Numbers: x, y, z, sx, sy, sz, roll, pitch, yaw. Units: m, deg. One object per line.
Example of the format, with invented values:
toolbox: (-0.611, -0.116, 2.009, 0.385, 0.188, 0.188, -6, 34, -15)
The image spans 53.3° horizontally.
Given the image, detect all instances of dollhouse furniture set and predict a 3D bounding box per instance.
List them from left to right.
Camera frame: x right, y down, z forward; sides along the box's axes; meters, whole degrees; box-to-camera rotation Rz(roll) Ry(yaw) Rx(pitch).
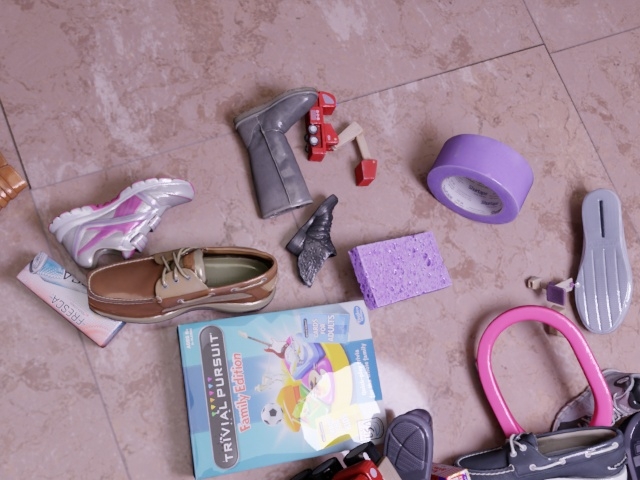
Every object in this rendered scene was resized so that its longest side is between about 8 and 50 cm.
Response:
dollhouse furniture set: (0.485, 0.131, 1.306, 0.081, 0.091, 0.114, -15, 109, -31)

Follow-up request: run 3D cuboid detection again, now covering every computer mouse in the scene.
computer mouse: (0.623, 0.461, 1.243, 0.189, 0.072, 0.272, -4, 90, -17)

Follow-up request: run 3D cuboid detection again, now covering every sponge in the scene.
sponge: (0.154, 0.053, 1.205, 0.210, 0.031, 0.117, -11, 78, -39)

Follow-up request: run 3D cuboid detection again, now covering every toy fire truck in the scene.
toy fire truck: (-0.014, 0.422, 0.970, 0.158, 0.217, 0.246, 58, 31, 4)
toy fire truck: (0.038, -0.206, 1.273, 0.135, 0.047, 0.192, 0, 75, -14)

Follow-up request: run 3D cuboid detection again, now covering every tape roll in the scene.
tape roll: (0.310, -0.117, 1.243, 0.189, 0.189, 0.080, 31, 72, -5)

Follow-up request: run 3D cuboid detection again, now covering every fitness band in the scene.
fitness band: (0.414, 0.263, 1.192, 0.209, 0.054, 0.290, -25, 83, 14)

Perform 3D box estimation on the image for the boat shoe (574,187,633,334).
boat shoe: (0.594, 0.044, 1.321, 0.094, 0.109, 0.302, 17, 77, -54)

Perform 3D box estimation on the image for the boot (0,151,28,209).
boot: (-0.562, -0.054, 1.077, 0.152, 0.073, 0.197, -35, 89, -23)

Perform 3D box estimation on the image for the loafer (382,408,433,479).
loafer: (0.145, 0.434, 1.092, 0.109, 0.095, 0.302, 14, 98, 24)

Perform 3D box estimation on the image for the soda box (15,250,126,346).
soda box: (-0.418, 0.102, 1.078, 0.183, 0.058, 0.063, 40, 71, -2)

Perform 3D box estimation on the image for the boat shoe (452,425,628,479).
boat shoe: (0.378, 0.379, 1.124, 0.303, 0.114, 0.091, -7, 102, 2)

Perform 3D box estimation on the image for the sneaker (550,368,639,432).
sneaker: (0.542, 0.328, 1.218, 0.086, 0.132, 0.229, 46, 70, 1)

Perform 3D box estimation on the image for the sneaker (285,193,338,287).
sneaker: (0.001, -0.001, 1.213, 0.089, 0.051, 0.170, 41, 75, -1)

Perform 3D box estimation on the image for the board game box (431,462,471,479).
board game box: (0.233, 0.487, 1.094, 0.045, 0.147, 0.193, -15, 80, -18)

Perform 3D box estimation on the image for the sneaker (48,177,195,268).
sneaker: (-0.332, -0.027, 1.116, 0.252, 0.103, 0.111, -25, 85, -10)

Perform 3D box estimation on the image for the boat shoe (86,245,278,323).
boat shoe: (-0.225, 0.057, 1.081, 0.324, 0.120, 0.122, -4, 57, -23)

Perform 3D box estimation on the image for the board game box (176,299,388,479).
board game box: (-0.066, 0.253, 1.116, 0.336, 0.079, 0.253, -6, 78, -16)

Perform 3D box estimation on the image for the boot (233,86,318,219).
boot: (-0.059, -0.164, 1.207, 0.190, 0.076, 0.208, -25, 74, 14)
